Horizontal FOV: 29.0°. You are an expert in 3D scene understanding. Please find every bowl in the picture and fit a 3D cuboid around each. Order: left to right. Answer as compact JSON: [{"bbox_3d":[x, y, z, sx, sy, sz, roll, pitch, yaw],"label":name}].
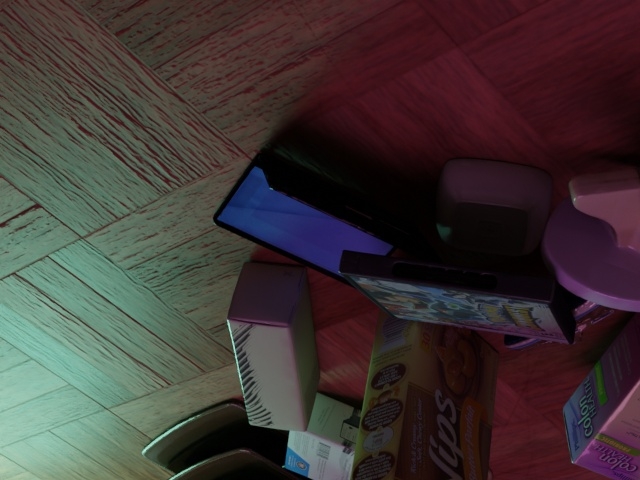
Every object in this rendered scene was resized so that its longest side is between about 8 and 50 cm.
[{"bbox_3d":[0.210,-0.033,1.532,0.142,0.053,0.142,9,141,8],"label":"bowl"}]

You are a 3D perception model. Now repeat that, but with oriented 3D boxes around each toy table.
[{"bbox_3d":[0.387,-0.036,1.348,0.274,0.252,0.161,-17,154,-10],"label":"toy table"}]

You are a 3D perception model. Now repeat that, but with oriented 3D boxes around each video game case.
[{"bbox_3d":[0.176,0.072,1.518,0.248,0.035,0.275,8,169,18],"label":"video game case"}]

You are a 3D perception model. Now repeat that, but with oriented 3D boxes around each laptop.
[{"bbox_3d":[0.000,0.000,1.562,0.234,0.264,0.137,24,102,-14],"label":"laptop"}]

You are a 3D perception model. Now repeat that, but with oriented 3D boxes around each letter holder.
[{"bbox_3d":[-0.177,0.417,2.117,0.214,0.152,0.302,35,137,-22],"label":"letter holder"}]

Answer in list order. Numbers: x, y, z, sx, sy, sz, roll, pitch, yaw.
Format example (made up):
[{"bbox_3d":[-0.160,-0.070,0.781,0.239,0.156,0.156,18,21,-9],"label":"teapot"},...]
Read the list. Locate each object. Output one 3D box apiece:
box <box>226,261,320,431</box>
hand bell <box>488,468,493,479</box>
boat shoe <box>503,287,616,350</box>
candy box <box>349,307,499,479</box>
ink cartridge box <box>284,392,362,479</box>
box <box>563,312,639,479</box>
[{"bbox_3d":[-0.064,0.158,1.799,0.094,0.113,0.275,6,140,11],"label":"box"},{"bbox_3d":[0.204,0.482,2.010,0.126,0.242,0.126,9,142,7],"label":"hand bell"},{"bbox_3d":[0.325,0.110,1.661,0.066,0.066,0.183,32,138,-24],"label":"boat shoe"},{"bbox_3d":[0.146,0.244,1.677,0.087,0.316,0.183,-25,127,37],"label":"candy box"},{"bbox_3d":[0.047,0.336,1.976,0.190,0.082,0.140,20,141,9],"label":"ink cartridge box"},{"bbox_3d":[0.481,0.216,1.651,0.213,0.117,0.243,22,121,-11],"label":"box"}]
